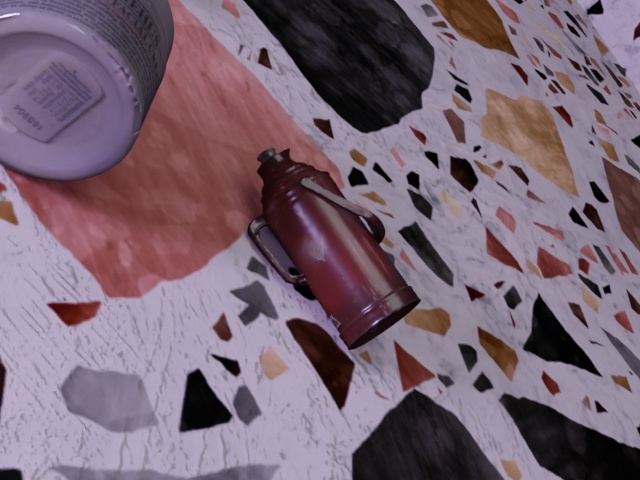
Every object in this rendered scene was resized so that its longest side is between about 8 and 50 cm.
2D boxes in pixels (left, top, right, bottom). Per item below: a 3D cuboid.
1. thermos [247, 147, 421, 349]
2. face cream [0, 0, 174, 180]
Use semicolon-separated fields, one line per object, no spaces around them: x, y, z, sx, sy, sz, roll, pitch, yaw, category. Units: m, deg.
0.000;-0.001;1.161;0.124;0.099;0.232;-32;78;-19;thermos
-0.231;-0.162;0.973;0.177;0.177;0.153;34;36;-22;face cream
